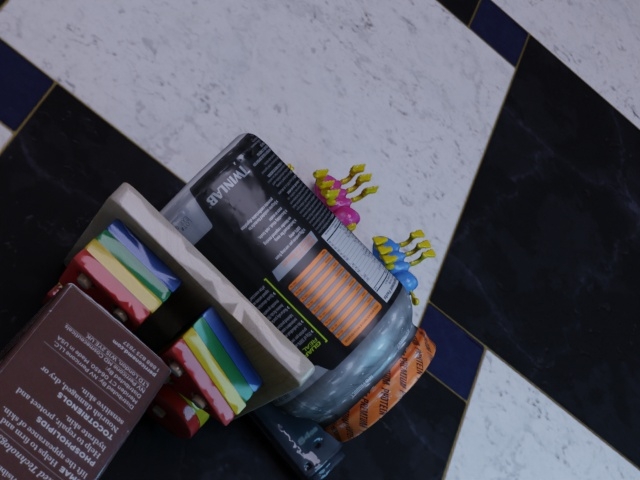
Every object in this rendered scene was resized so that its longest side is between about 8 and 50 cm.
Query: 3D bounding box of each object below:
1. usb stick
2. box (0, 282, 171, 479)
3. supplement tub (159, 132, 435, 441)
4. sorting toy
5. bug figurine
[{"bbox_3d":[-0.078,0.155,1.553,0.278,0.045,0.077,51,42,1],"label":"usb stick"},{"bbox_3d":[-0.304,0.232,1.208,0.143,0.191,0.381,42,44,-8],"label":"box"},{"bbox_3d":[-0.036,0.055,1.479,0.316,0.193,0.193,46,43,-5],"label":"supplement tub"},{"bbox_3d":[-0.163,0.095,1.388,0.255,0.257,0.089,45,64,-4],"label":"sorting toy"},{"bbox_3d":[0.000,0.000,1.704,0.279,0.072,0.216,-5,59,-36],"label":"bug figurine"}]
